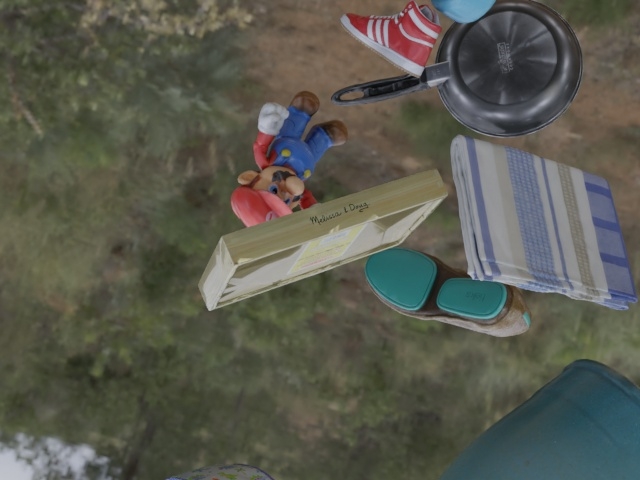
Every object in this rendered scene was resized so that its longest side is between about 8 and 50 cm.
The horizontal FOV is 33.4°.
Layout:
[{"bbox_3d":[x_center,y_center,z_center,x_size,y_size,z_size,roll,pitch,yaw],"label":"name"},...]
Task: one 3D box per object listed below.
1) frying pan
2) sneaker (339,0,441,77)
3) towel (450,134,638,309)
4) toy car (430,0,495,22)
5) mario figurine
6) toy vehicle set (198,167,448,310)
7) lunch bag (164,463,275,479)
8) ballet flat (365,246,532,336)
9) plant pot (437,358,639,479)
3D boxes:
[{"bbox_3d":[0.188,-0.250,1.434,0.326,0.197,0.053,14,173,13],"label":"frying pan"},{"bbox_3d":[0.073,-0.217,1.066,0.118,0.067,0.042,41,-160,34],"label":"sneaker"},{"bbox_3d":[0.293,-0.021,1.399,0.285,0.209,0.034,12,149,-32],"label":"towel"},{"bbox_3d":[0.107,-0.372,1.003,0.219,0.238,0.210,22,-151,-34],"label":"toy car"},{"bbox_3d":[-0.041,-0.134,1.962,0.198,0.320,0.170,21,144,7],"label":"mario figurine"},{"bbox_3d":[0.000,0.000,1.216,0.267,0.035,0.166,-18,166,-22],"label":"toy vehicle set"},{"bbox_3d":[-0.159,0.418,1.745,0.129,0.096,0.151,-7,173,-43],"label":"lunch bag"},{"bbox_3d":[0.218,0.095,1.783,0.124,0.116,0.342,35,165,-38],"label":"ballet flat"},{"bbox_3d":[0.199,0.286,0.955,0.271,0.255,0.271,58,169,18],"label":"plant pot"}]
